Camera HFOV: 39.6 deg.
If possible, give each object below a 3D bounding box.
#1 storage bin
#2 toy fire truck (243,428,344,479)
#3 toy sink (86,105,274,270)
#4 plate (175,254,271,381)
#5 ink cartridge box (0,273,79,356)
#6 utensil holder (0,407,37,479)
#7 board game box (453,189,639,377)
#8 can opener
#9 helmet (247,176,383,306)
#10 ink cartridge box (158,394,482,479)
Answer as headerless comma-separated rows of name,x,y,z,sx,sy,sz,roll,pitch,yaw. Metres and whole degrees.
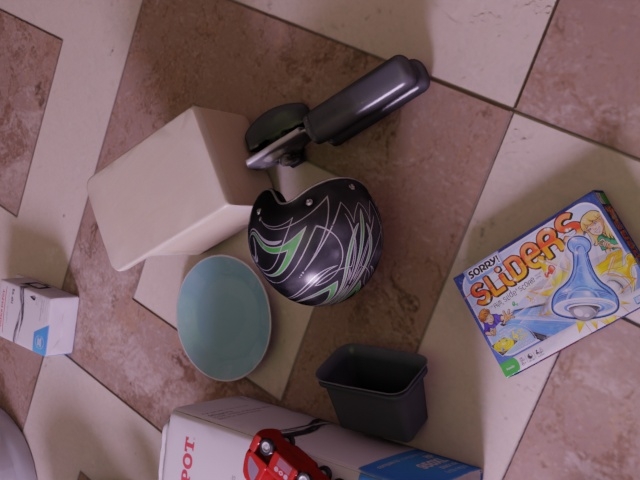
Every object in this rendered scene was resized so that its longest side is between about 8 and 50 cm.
storage bin,0.075,0.194,1.130,0.135,0.098,0.091,6,122,35
toy fire truck,-0.026,0.323,1.020,0.192,0.047,0.135,34,107,31
toy sink,-0.199,-0.067,1.287,0.234,0.131,0.153,-29,74,29
plate,-0.140,0.114,1.314,0.188,0.024,0.188,1,92,35
ink cartridge box,-0.508,0.127,1.554,0.180,0.060,0.104,14,100,35
utensil holder,-0.748,0.469,1.536,0.327,0.385,0.327,1,92,36
board game box,0.266,0.052,1.015,0.201,0.035,0.136,-37,71,30
can opener,0.006,-0.175,1.171,0.283,0.076,0.095,-29,75,31
helmet,0.000,0.000,1.128,0.161,0.169,0.169,15,100,51
ink cartridge box,-0.018,0.387,1.144,0.395,0.166,0.285,10,95,35
